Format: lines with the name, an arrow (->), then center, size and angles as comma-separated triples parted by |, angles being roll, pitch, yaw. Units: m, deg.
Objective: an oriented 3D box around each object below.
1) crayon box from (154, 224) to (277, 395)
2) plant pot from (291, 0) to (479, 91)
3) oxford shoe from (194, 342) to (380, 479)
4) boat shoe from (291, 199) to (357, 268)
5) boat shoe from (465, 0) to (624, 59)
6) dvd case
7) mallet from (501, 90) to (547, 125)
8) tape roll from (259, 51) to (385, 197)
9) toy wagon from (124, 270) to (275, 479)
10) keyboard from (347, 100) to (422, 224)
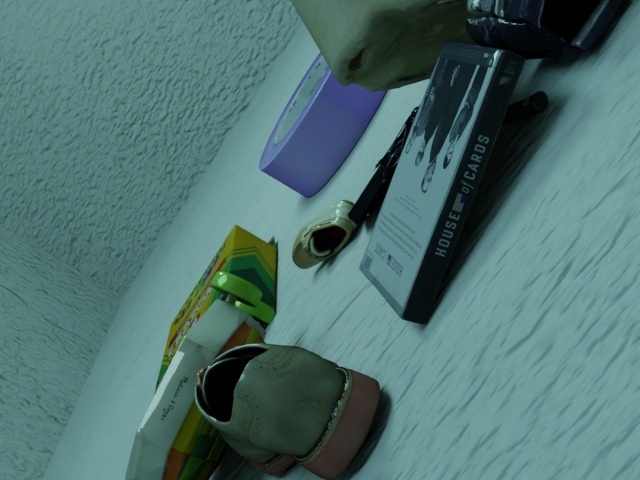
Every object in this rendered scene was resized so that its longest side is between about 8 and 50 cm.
crayon box -> -0.149, 0.106, 1.743 | 0.202, 0.081, 0.318 | -57, 11, 14
plant pot -> 0.066, -0.340, 1.235 | 0.333, 0.306, 0.334 | -21, -14, -5
oxford shoe -> -0.055, 0.140, 1.102 | 0.123, 0.130, 0.348 | -65, 11, -16
boat shoe -> 0.000, 0.000, 1.442 | 0.135, 0.050, 0.045 | -47, 11, 47
boat shoe -> 0.250, -0.307, 1.010 | 0.158, 0.127, 0.341 | -130, 63, -74
dvd case -> 0.103, -0.060, 1.061 | 0.179, 0.029, 0.239 | -127, 55, -75
mallet -> 0.158, -0.118, 1.105 | 0.189, 0.039, 0.062 | -28, 38, 62
tape roll -> 0.012, -0.206, 1.831 | 0.275, 0.090, 0.275 | -55, 12, 18
toy wagon -> -0.129, 0.185, 1.336 | 0.267, 0.068, 0.344 | -64, -10, -9
keyboard -> 0.097, -0.092, 1.339 | 0.192, 0.038, 0.100 | -58, -12, 12
